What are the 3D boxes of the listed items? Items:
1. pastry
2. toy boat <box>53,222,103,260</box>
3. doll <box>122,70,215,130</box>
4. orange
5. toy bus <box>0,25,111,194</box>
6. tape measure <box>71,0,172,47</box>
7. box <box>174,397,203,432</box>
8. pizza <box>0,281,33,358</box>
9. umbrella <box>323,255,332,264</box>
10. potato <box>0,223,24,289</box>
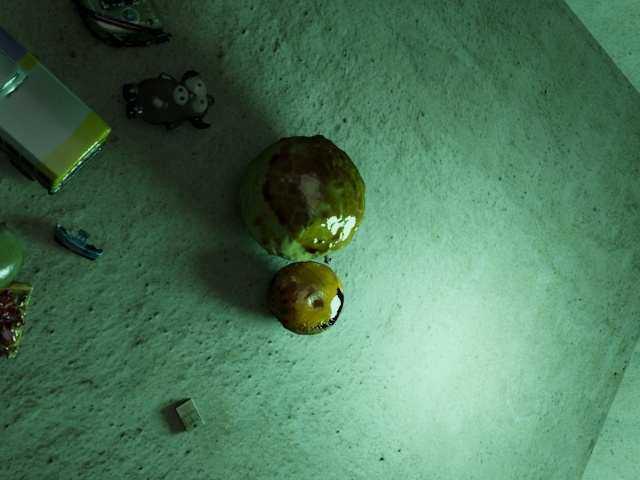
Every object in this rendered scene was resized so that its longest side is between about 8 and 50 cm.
[{"bbox_3d":[-0.042,-0.126,1.725,0.389,0.313,0.388,1,86,-19],"label":"pastry"},{"bbox_3d":[-0.640,0.001,1.561,0.137,0.060,0.060,31,93,-16],"label":"toy boat"},{"bbox_3d":[-0.421,-0.399,1.668,0.258,0.117,0.181,-8,85,-25],"label":"doll"},{"bbox_3d":[-0.041,0.173,1.780,0.235,0.182,0.234,0,90,-10],"label":"orange"},{"bbox_3d":[-0.749,-0.339,1.422,0.440,0.249,0.209,45,69,-17],"label":"toy bus"},{"bbox_3d":[-0.556,-0.630,1.617,0.207,0.115,0.235,-32,101,-27],"label":"tape measure"},{"bbox_3d":[-0.375,0.499,1.683,0.053,0.024,0.083,-29,98,-25],"label":"box"},{"bbox_3d":[-0.795,0.201,1.473,0.201,0.053,0.193,-30,100,-25],"label":"pizza"},{"bbox_3d":[0.000,0.000,1.903,0.027,0.025,0.165,-19,91,-39],"label":"umbrella"},{"bbox_3d":[-0.831,0.048,1.409,0.235,0.160,0.177,-34,127,-40],"label":"potato"}]
